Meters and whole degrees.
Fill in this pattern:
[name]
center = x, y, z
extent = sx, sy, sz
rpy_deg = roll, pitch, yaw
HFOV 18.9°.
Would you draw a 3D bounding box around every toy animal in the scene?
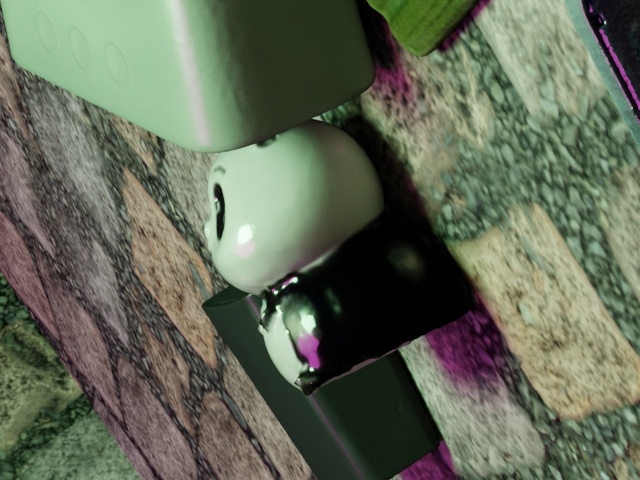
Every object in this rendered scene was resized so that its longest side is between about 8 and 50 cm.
[toy animal]
center = -0.005, 0.007, 1.645
extent = 0.235, 0.165, 0.187
rpy_deg = 57, 178, 4

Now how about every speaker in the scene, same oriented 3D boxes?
[speaker]
center = -0.135, -0.224, 1.612
extent = 0.406, 0.183, 0.184
rpy_deg = 27, 137, 52

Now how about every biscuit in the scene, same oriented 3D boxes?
[biscuit]
center = 0.085, -0.213, 1.310
extent = 0.099, 0.038, 0.322
rpy_deg = 56, 160, 6

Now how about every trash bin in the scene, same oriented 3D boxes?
[trash bin]
center = 0.005, 0.126, 1.883
extent = 0.225, 0.115, 0.165
rpy_deg = 59, 160, -6

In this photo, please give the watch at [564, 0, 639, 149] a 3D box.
[watch]
center = 0.221, -0.111, 1.072
extent = 0.206, 0.068, 0.193
rpy_deg = 64, 161, -4
